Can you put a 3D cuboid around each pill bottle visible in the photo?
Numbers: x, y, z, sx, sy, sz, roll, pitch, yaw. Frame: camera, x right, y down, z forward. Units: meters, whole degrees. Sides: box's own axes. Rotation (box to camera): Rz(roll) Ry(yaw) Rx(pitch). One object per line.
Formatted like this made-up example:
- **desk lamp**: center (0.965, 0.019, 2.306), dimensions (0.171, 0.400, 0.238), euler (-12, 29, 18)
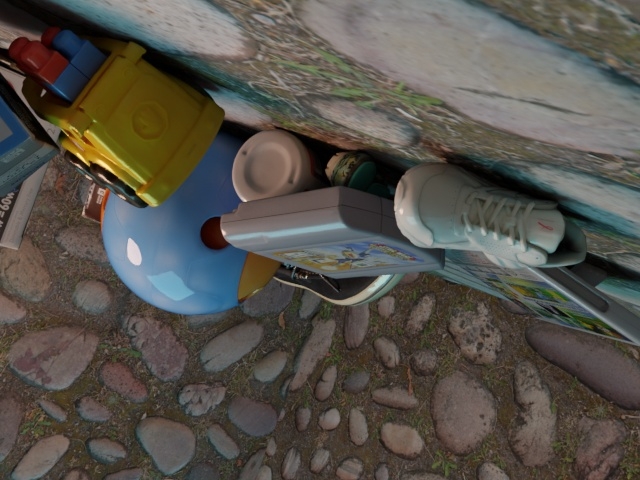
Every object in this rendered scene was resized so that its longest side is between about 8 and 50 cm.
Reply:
- **pill bottle**: center (-0.029, -0.073, 1.030), dimensions (0.108, 0.108, 0.193), euler (20, 178, 26)

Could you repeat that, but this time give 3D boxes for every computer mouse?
- **computer mouse**: center (0.372, 0.052, 1.177), dimensions (0.106, 0.042, 0.193), euler (23, 178, -9)

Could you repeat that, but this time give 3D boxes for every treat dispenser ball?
- **treat dispenser ball**: center (-0.187, -0.029, 1.153), dimensions (0.288, 0.288, 0.288), euler (21, 178, 1)

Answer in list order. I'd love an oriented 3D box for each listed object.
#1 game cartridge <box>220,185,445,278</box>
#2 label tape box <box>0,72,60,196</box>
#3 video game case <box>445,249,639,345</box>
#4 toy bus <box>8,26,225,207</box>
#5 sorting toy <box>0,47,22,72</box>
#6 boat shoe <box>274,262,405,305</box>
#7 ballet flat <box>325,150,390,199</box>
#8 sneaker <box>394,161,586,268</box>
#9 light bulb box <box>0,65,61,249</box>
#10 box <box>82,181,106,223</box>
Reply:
- **game cartridge**: center (0.039, -0.001, 0.974), dimensions (0.198, 0.062, 0.297), euler (-3, 167, 32)
- **label tape box**: center (-0.422, -0.177, 0.858), dimensions (0.249, 0.115, 0.348), euler (54, 174, -10)
- **video game case**: center (0.297, 0.049, 1.152), dimensions (0.300, 0.036, 0.329), euler (33, 175, -8)
- **toy bus**: center (-0.251, -0.157, 0.831), dimensions (0.220, 0.149, 0.211), euler (23, 167, 47)
- **sorting toy**: center (-0.334, -0.225, 1.022), dimensions (0.132, 0.046, 0.274), euler (20, 178, 40)
- **boat shoe**: center (0.000, 0.000, 1.313), dimensions (0.156, 0.186, 0.500), euler (32, 165, -25)
- **ballet flat**: center (0.038, -0.077, 0.940), dimensions (0.070, 0.070, 0.188), euler (21, 175, 16)
- **sneaker**: center (0.177, -0.024, 0.741), dimensions (0.232, 0.090, 0.115), euler (12, 178, -35)
- **light bulb box**: center (-0.773, -0.211, 1.623), dimensions (0.361, 0.357, 0.225), euler (22, -179, 35)
- **box**: center (-0.331, -0.117, 1.456), dimensions (0.167, 0.168, 0.203), euler (21, -162, -7)
